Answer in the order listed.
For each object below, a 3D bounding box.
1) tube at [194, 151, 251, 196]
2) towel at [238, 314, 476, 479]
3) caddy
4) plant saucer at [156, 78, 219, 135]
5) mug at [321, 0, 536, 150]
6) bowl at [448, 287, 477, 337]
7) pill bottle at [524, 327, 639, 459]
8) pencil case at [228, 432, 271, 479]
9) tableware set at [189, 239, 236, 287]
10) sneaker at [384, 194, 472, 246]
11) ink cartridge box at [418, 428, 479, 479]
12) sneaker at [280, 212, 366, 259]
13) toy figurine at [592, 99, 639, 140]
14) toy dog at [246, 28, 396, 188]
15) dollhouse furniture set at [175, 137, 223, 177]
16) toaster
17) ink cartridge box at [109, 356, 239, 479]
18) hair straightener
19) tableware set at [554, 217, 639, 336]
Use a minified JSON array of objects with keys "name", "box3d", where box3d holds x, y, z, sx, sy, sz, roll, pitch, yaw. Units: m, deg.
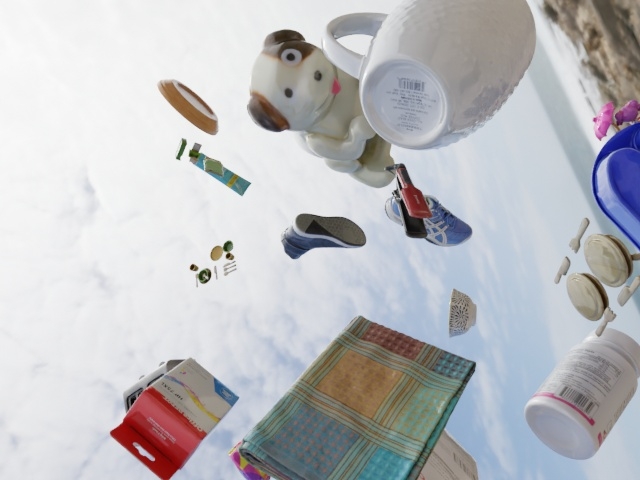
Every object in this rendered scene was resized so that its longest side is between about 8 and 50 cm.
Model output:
[{"name":"tube","box3d":[-0.345,-0.232,1.965,0.207,0.052,0.080,32,-126,-5]},{"name":"towel","box3d":[0.074,0.282,0.954,0.370,0.271,0.040,-42,-40,-41]},{"name":"caddy","box3d":[0.692,-0.088,1.075,0.341,0.241,0.179,54,-168,15]},{"name":"plant saucer","box3d":[-0.344,-0.362,1.492,0.200,0.037,0.200,42,-167,-12]},{"name":"mug","box3d":[0.179,-0.340,1.055,0.374,0.276,0.328,27,-133,16]},{"name":"bowl","box3d":[0.479,0.246,1.874,0.170,0.080,0.170,4,-90,-71]},{"name":"pill bottle","box3d":[0.596,0.330,1.246,0.283,0.160,0.160,-36,-78,-29]},{"name":"pencil case","box3d":[-0.079,0.401,1.154,0.236,0.104,0.104,-42,-69,-22]},{"name":"tableware set","box3d":[-0.305,0.062,1.580,0.024,0.154,0.104,34,-141,-53]},{"name":"sneaker","box3d":[0.249,-0.048,1.245,0.211,0.081,0.080,20,-116,-12]},{"name":"ink cartridge box","box3d":[0.233,0.573,1.321,0.285,0.166,0.395,47,-166,0]},{"name":"sneaker","box3d":[-0.001,-0.002,1.563,0.226,0.163,0.086,13,-121,-24]},{"name":"toy figurine","box3d":[0.681,-0.242,1.228,0.159,0.173,0.130,45,-157,-13]},{"name":"toy dog","box3d":[0.000,-0.343,1.358,0.408,0.395,0.284,18,-84,-59]},{"name":"dollhouse furniture set","box3d":[-0.345,-0.247,1.647,0.151,0.058,0.076,18,-151,-25]},{"name":"toaster","box3d":[-0.361,0.388,1.312,0.110,0.168,0.186,22,-140,-52]},{"name":"ink cartridge box","box3d":[-0.254,0.313,1.010,0.134,0.078,0.231,38,-167,5]},{"name":"hair straightener","box3d":[0.148,-0.068,1.019,0.230,0.047,0.089,-106,19,-55]},{"name":"tableware set","box3d":[0.448,0.057,0.894,0.194,0.039,0.128,82,164,-54]}]
